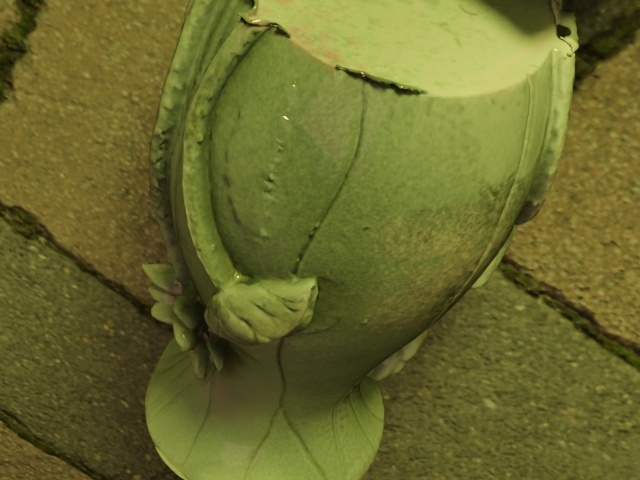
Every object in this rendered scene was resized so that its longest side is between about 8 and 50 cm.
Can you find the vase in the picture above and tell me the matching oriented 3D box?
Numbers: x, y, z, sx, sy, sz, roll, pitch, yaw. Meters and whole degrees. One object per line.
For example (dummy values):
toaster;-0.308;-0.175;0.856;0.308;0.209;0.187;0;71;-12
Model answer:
vase;0.000;0.000;0.878;0.250;0.250;0.445;23;137;5
